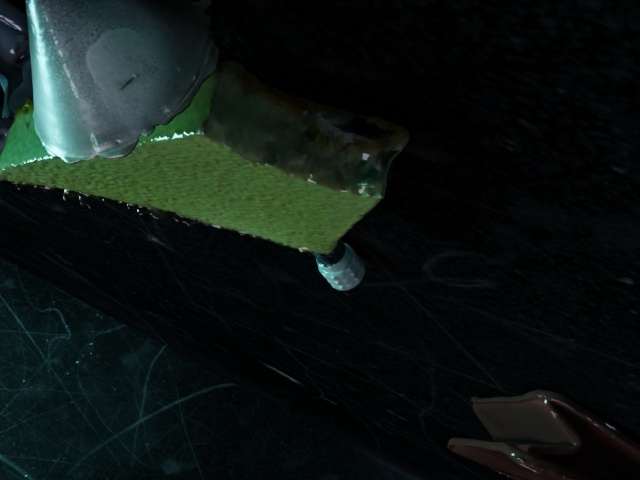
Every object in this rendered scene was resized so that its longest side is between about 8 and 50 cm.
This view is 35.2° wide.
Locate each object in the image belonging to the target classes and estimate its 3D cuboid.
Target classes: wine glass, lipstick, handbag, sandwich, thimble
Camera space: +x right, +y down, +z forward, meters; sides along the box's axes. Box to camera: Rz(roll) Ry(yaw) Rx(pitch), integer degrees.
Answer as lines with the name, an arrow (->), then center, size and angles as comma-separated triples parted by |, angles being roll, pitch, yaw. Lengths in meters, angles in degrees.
wine glass -> -0.145, -0.135, 0.493 | 0.122, 0.122, 0.183 | 17, 158, 37
lipstick -> 0.000, 0.000, 0.854 | 0.037, 0.037, 0.116 | 17, 158, 37
handbag -> 0.298, 0.263, 1.123 | 0.276, 0.084, 0.260 | 28, 165, -3
sandwich -> -0.085, -0.063, 0.635 | 0.245, 0.063, 0.212 | 12, 166, -9
thimble -> -0.280, -0.122, 0.747 | 0.151, 0.127, 0.118 | 21, 171, -19
